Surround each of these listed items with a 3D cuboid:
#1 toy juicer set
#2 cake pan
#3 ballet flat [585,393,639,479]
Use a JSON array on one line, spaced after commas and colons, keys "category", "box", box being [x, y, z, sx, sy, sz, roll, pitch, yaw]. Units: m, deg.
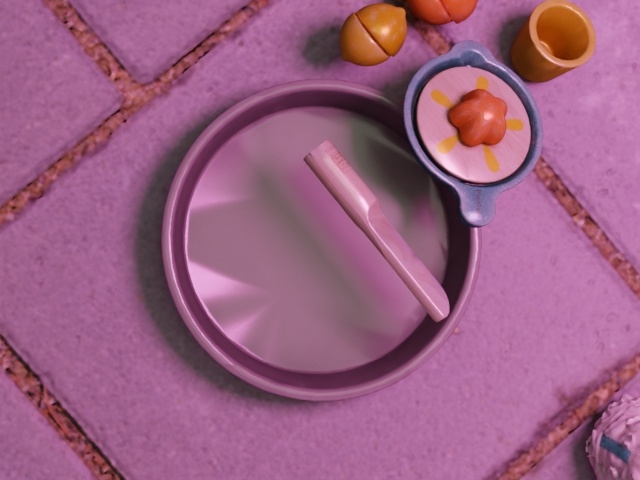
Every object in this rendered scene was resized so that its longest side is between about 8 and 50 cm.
[{"category": "toy juicer set", "box": [0.101, -0.120, 1.296, 0.209, 0.089, 0.329, 33, 66, -8]}, {"category": "cake pan", "box": [0.000, 0.000, 1.353, 0.293, 0.054, 0.293, 0, 88, -6]}, {"category": "ballet flat", "box": [0.450, 0.237, 1.356, 0.409, 0.147, 0.147, 9, 87, -6]}]
